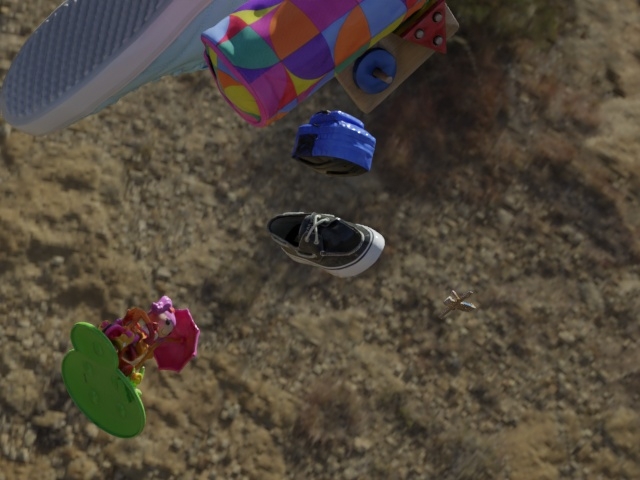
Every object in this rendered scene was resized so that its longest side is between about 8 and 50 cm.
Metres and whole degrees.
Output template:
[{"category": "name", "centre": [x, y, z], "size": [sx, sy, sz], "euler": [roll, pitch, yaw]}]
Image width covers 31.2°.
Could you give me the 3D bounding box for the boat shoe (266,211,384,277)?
[{"category": "boat shoe", "centre": [0.000, 0.000, 1.632], "size": [0.070, 0.219, 0.077], "euler": [39, 70, -33]}]

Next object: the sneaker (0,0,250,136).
[{"category": "sneaker", "centre": [-0.149, -0.208, 1.165], "size": [0.366, 0.150, 0.135], "euler": [-37, 49, 3]}]

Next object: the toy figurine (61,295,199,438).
[{"category": "toy figurine", "centre": [-0.218, 0.127, 1.396], "size": [0.130, 0.173, 0.159], "euler": [20, 42, 28]}]

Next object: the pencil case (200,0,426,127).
[{"category": "pencil case", "centre": [0.007, -0.198, 0.979], "size": [0.236, 0.104, 0.104], "euler": [-39, 71, -14]}]

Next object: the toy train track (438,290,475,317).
[{"category": "toy train track", "centre": [0.160, 0.073, 1.336], "size": [0.014, 0.048, 0.083], "euler": [57, 17, 24]}]

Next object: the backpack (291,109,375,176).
[{"category": "backpack", "centre": [0.026, -0.155, 1.829], "size": [0.098, 0.120, 0.101], "euler": [15, 87, -38]}]

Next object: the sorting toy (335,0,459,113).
[{"category": "sorting toy", "centre": [0.072, -0.212, 1.114], "size": [0.274, 0.132, 0.046], "euler": [-43, 38, -4]}]
